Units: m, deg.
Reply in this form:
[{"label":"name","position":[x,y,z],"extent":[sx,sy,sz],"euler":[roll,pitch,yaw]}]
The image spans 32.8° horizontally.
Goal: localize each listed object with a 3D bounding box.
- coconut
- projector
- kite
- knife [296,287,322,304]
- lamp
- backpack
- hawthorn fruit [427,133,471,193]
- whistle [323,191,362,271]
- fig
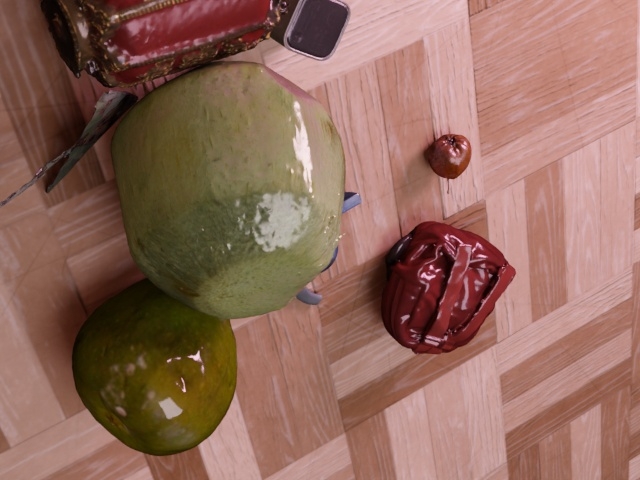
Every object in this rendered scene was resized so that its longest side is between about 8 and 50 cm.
[{"label":"coconut","position":[-0.108,-0.079,1.326],"extent":[0.281,0.328,0.328],"euler":[-10,126,-5]},{"label":"projector","position":[-0.023,-0.286,1.386],"extent":[0.083,0.082,0.083],"euler":[12,111,-39]},{"label":"kite","position":[-0.290,-0.110,1.271],"extent":[0.250,0.012,0.229],"euler":[-50,-177,-40]},{"label":"knife","position":[-0.056,0.058,1.610],"extent":[0.028,0.015,0.210],"euler":[-27,148,19]},{"label":"lamp","position":[-0.172,-0.278,1.234],"extent":[0.274,0.177,0.177],"euler":[-21,128,-21]},{"label":"backpack","position":[0.193,0.085,1.737],"extent":[0.229,0.139,0.229],"euler":[-17,124,-27]},{"label":"hawthorn fruit","position":[0.199,-0.117,1.671],"extent":[0.067,0.067,0.103],"euler":[-28,143,-18]},{"label":"whistle","position":[0.000,0.000,1.586],"extent":[0.158,0.090,0.090],"euler":[-30,131,-18]},{"label":"fig","position":[-0.186,0.154,1.462],"extent":[0.314,0.233,0.233],"euler":[-27,135,-50]}]
